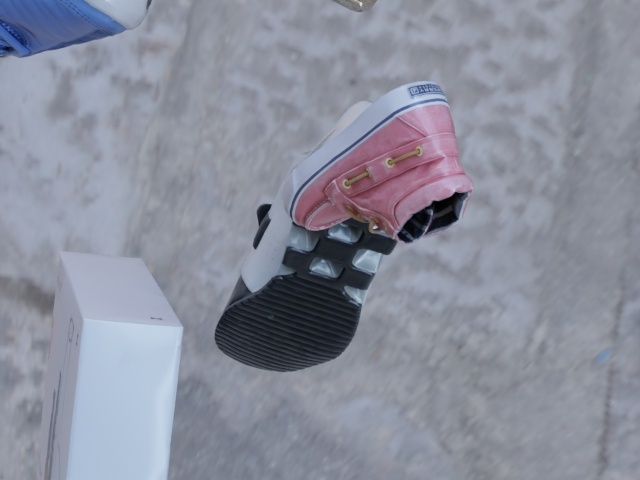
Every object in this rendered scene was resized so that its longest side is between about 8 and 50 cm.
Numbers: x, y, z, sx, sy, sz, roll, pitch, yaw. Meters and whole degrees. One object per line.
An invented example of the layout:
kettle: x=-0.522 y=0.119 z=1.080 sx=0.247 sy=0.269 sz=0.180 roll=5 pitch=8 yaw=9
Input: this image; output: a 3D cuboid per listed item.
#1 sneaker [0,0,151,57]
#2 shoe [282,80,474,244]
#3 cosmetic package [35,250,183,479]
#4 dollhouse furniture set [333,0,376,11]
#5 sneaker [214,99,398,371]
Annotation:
sneaker: x=-0.155 y=-0.089 z=0.755 sx=0.211 sy=0.080 sz=0.081 roll=5 pitch=72 yaw=35
shoe: x=0.036 y=-0.028 z=1.257 sx=0.063 sy=0.178 sz=0.081 roll=-7 pitch=69 yaw=-33
cosmetic package: x=-0.206 y=0.178 z=1.797 sx=0.097 sy=0.377 sz=0.284 roll=7 pitch=96 yaw=-12
dollhouse furniture set: x=0.100 y=-0.309 z=1.496 sx=0.161 sy=0.212 sz=0.242 roll=27 pitch=57 yaw=-10
sneaker: x=0.000 y=0.000 z=1.798 sx=0.122 sy=0.330 sz=0.146 roll=21 pitch=48 yaw=-14
